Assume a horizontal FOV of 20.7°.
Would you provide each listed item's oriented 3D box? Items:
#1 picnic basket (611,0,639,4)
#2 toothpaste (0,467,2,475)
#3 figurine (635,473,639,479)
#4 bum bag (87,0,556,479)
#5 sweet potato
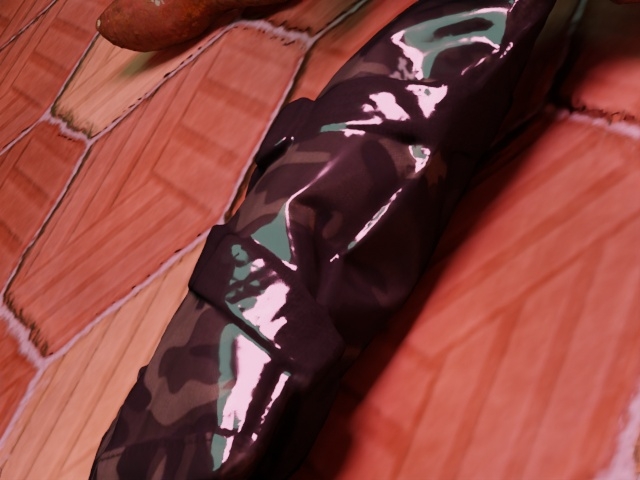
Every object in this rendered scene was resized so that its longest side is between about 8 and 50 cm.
[{"bbox_3d":[0.122,-0.255,0.720,0.254,0.291,0.321,-43,16,11],"label":"picnic basket"},{"bbox_3d":[-0.200,0.196,0.892,0.048,0.029,0.197,-27,35,39],"label":"toothpaste"},{"bbox_3d":[0.107,0.101,0.452,0.153,0.132,0.132,-50,22,24],"label":"figurine"},{"bbox_3d":[0.000,0.000,0.783,0.340,0.095,0.144,-55,11,-19],"label":"bum bag"},{"bbox_3d":[-0.079,-0.167,1.213,0.214,0.050,0.050,-8,45,46],"label":"sweet potato"}]
